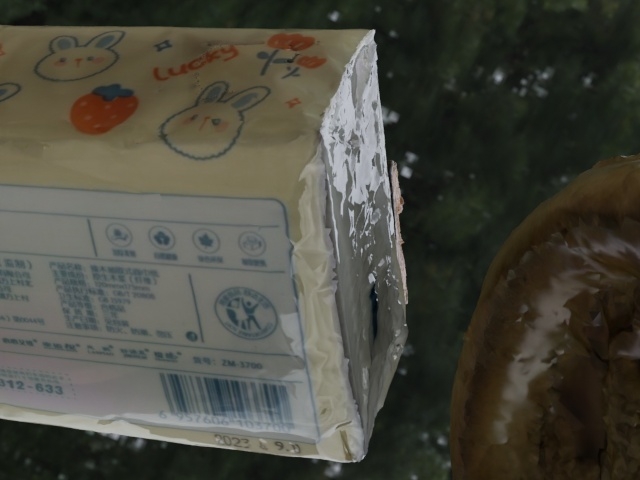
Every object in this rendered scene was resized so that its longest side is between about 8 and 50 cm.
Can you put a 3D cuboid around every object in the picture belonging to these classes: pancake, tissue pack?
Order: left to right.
[{"bbox_3d":[-0.073,-0.003,0.482,0.092,0.196,0.148,-65,153,-51],"label":"tissue pack"},{"bbox_3d":[0.160,0.127,0.499,0.356,0.065,0.356,35,-49,54],"label":"pancake"}]

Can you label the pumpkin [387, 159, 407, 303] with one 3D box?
[{"bbox_3d":[0.000,0.000,0.617,0.054,0.083,0.074,-17,101,-76],"label":"pumpkin"}]
